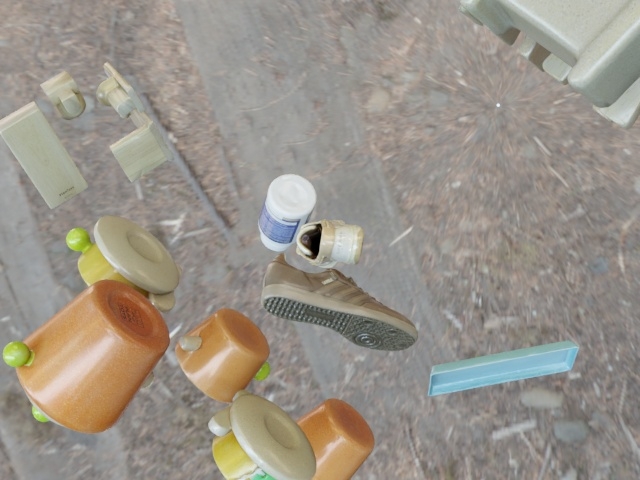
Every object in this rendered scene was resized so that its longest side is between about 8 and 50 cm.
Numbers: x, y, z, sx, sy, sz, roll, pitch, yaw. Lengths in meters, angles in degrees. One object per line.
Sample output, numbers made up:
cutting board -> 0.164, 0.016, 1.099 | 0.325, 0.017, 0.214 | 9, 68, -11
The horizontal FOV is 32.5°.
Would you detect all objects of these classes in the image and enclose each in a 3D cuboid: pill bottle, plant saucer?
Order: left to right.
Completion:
pill bottle -> -0.049, -0.034, 1.501 | 0.067, 0.120, 0.067 | 6, 61, -11
plant saucer -> 0.230, 0.161, 1.395 | 0.192, 0.067, 0.018 | -11, 57, -5

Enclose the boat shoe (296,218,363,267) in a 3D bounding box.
boat shoe -> 0.000, 0.000, 1.330 | 0.059, 0.170, 0.063 | 10, 84, -17

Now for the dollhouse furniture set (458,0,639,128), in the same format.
dollhouse furniture set -> 0.186, -0.130, 0.594 | 0.262, 0.259, 0.135 | 42, 104, 23

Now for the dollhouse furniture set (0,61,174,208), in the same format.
dollhouse furniture set -> -0.284, -0.133, 1.276 | 0.151, 0.123, 0.144 | -33, 128, -10

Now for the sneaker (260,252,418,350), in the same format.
sneaker -> 0.027, 0.065, 1.230 | 0.188, 0.071, 0.066 | 20, 143, -17

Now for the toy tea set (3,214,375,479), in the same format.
toy tea set -> -0.107, 0.138, 0.903 | 0.336, 0.200, 0.124 | 41, 108, -10
